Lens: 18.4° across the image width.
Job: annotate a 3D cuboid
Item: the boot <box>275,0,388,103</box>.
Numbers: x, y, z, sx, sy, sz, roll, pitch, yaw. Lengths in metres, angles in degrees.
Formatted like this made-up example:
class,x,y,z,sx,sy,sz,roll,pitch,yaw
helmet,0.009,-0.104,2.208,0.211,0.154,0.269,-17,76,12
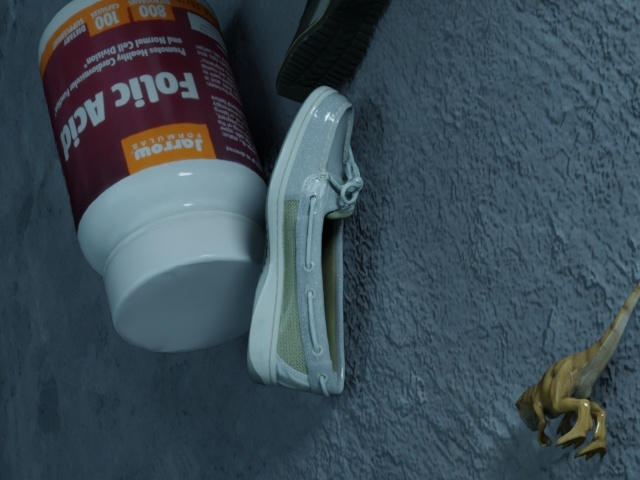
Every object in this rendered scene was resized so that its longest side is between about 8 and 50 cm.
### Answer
class,x,y,z,sx,sy,sz,roll,pitch,yaw
boot,0.006,-0.257,2.113,0.198,0.077,0.137,-52,37,24

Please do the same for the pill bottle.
class,x,y,z,sx,sy,sz,roll,pitch,yaw
pill bottle,-0.182,-0.084,2.249,0.224,0.224,0.392,-54,43,42

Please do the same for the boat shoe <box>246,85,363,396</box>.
class,x,y,z,sx,sy,sz,roll,pitch,yaw
boat shoe,-0.001,0.001,2.059,0.118,0.103,0.320,-8,-71,-75

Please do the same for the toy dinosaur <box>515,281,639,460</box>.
class,x,y,z,sx,sy,sz,roll,pitch,yaw
toy dinosaur,0.218,0.121,1.691,0.211,0.064,0.112,-48,45,46
